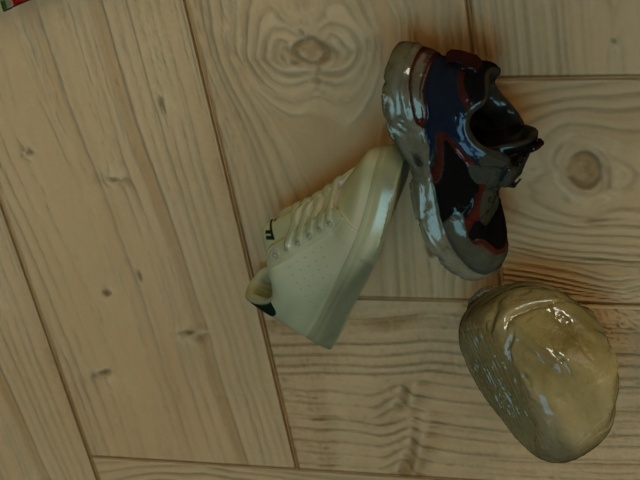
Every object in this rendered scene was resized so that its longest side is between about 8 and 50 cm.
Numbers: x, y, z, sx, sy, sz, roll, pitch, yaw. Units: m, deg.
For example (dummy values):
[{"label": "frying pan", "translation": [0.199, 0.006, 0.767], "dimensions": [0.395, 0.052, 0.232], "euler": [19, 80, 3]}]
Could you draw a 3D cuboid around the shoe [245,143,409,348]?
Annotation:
[{"label": "shoe", "translation": [0.000, 0.000, 1.393], "dimensions": [0.110, 0.095, 0.265], "euler": [22, 137, 2]}]

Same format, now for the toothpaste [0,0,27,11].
[{"label": "toothpaste", "translation": [-0.160, -0.264, 1.270], "dimensions": [0.301, 0.048, 0.075], "euler": [-10, 128, 27]}]

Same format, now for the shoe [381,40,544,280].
[{"label": "shoe", "translation": [0.139, -0.073, 1.292], "dimensions": [0.125, 0.099, 0.228], "euler": [-9, 121, 27]}]

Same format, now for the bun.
[{"label": "bun", "translation": [0.212, 0.113, 1.409], "dimensions": [0.113, 0.166, 0.173], "euler": [-30, 133, -14]}]
